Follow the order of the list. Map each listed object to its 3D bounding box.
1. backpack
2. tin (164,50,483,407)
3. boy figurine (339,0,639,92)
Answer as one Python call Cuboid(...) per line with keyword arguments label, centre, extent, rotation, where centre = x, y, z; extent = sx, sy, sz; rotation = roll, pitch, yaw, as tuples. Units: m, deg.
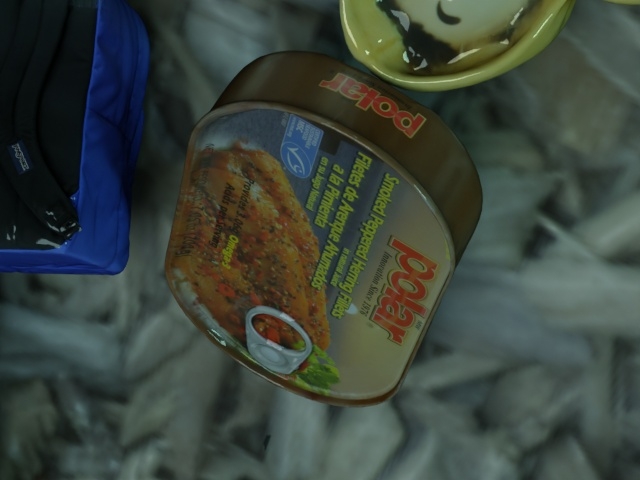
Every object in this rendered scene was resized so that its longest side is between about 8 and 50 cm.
Cuboid(label="backpack", centre=(-0.117, -0.048, 0.774), extent=(0.098, 0.101, 0.120), rotation=(1, 80, 14))
Cuboid(label="tin", centre=(0.000, 0.000, 0.738), extent=(0.106, 0.040, 0.189), rotation=(32, 150, 7))
Cuboid(label="boy figurine", centre=(0.109, -0.152, 0.646), extent=(0.285, 0.092, 0.177), rotation=(-34, 101, 27))
